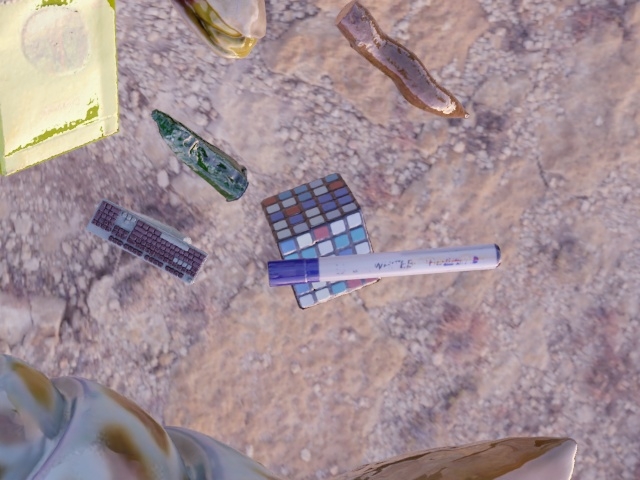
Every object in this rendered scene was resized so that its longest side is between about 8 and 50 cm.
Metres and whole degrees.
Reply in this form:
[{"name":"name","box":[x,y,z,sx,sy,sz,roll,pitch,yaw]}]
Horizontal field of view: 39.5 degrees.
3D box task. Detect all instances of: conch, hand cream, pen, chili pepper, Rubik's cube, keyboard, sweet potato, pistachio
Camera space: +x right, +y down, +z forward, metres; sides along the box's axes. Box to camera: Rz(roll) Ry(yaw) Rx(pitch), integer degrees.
[{"name":"conch","box":[-0.138,0.206,0.605,0.249,0.197,0.368,-33,134,-8]},{"name":"hand cream","box":[-0.348,-0.027,1.763,0.204,0.078,0.050,26,98,21]},{"name":"pen","box":[0.072,0.028,1.028,0.268,0.033,0.033,-4,107,1]},{"name":"chili pepper","box":[-0.221,-0.163,1.597,0.059,0.088,0.227,-33,128,21]},{"name":"Rubik's cube","box":[0.000,0.000,1.825,0.182,0.184,0.187,-21,121,-3]},{"name":"keyboard","box":[-0.241,0.004,1.241,0.165,0.017,0.055,29,100,-13]},{"name":"sweet potato","box":[0.132,-0.257,1.375,0.281,0.067,0.059,39,96,-23]},{"name":"pistachio","box":[-0.133,-0.328,1.138,0.117,0.200,0.145,-48,163,32]}]

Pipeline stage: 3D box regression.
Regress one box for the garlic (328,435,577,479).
[{"name":"garlic","box":[-0.039,0.168,0.383,0.338,0.151,0.196,-1,123,-38]}]

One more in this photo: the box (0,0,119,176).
[{"name":"box","box":[-0.322,-0.255,1.051,0.187,0.047,0.335,-33,139,-45]}]
